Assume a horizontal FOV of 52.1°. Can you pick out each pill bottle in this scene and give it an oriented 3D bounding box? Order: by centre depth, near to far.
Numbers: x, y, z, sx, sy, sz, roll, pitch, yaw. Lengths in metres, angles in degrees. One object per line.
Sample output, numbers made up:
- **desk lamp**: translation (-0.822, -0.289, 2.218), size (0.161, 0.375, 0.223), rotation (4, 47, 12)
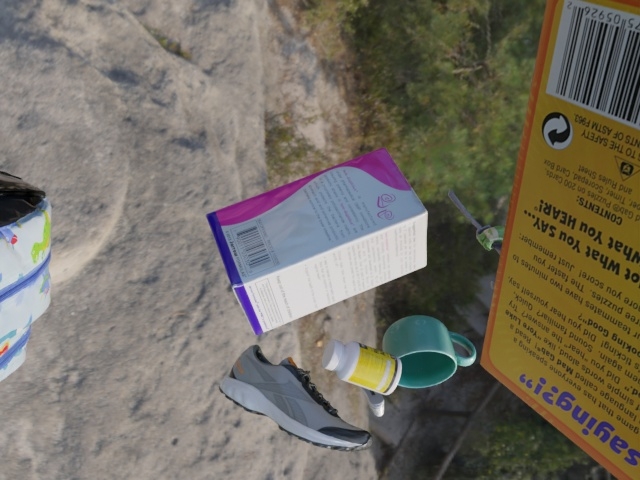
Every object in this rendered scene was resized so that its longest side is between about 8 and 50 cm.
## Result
- **pill bottle**: translation (0.064, 0.198, 1.039), size (0.116, 0.065, 0.065), rotation (22, 65, -14)

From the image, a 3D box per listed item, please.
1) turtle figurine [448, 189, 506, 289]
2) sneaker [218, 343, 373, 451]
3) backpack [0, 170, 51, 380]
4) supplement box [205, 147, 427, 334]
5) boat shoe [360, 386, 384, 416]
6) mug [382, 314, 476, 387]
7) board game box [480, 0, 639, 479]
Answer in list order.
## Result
- **turtle figurine**: translation (0.314, 0.075, 1.039), size (0.266, 0.275, 0.197), rotation (-58, 148, -48)
- **sneaker**: translation (-0.035, 0.256, 1.055), size (0.108, 0.272, 0.100), rotation (-62, 158, -10)
- **backpack**: translation (-0.383, 0.041, 0.529), size (0.355, 0.290, 0.273), rotation (-64, 159, -56)
- **supplement box**: translation (0.000, 0.000, 0.747), size (0.220, 0.114, 0.111), rotation (-22, 54, -6)
- **boat shoe**: translation (0.096, 0.283, 1.190), size (0.035, 0.100, 0.035), rotation (-12, 111, -7)
- **mug**: translation (0.193, 0.204, 1.229), size (0.158, 0.129, 0.097), rotation (20, 41, -25)
- **board game box**: translation (0.390, -0.001, 0.475), size (0.356, 0.356, 0.356), rotation (-20, 128, -28)
